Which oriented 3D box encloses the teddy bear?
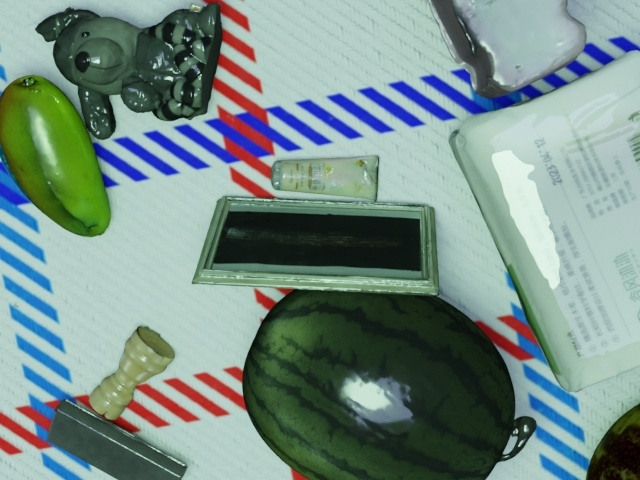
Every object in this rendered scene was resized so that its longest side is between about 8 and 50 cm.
[{"bbox_3d":[-0.244,-0.212,1.534,0.251,0.144,0.171,-3,106,6],"label":"teddy bear"}]

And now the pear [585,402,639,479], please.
[{"bbox_3d":[0.463,0.317,1.479,0.284,0.283,0.283,0,95,3],"label":"pear"}]

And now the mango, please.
[{"bbox_3d":[-0.347,-0.102,1.561,0.111,0.125,0.232,-31,116,-20],"label":"mango"}]

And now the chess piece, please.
[{"bbox_3d":[-0.256,0.179,1.607,0.066,0.066,0.122,41,101,-1],"label":"chess piece"}]

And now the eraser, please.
[{"bbox_3d":[0.186,-0.303,1.395,0.122,0.359,0.272,-25,92,5],"label":"eraser"}]

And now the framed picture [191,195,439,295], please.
[{"bbox_3d":[0.000,0.000,1.499,0.293,0.231,0.018,2,118,2],"label":"framed picture"}]

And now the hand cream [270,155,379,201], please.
[{"bbox_3d":[0.006,-0.082,1.584,0.143,0.039,0.061,1,92,-2],"label":"hand cream"}]

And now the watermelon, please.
[{"bbox_3d":[0.083,0.191,1.478,0.359,0.279,0.278,28,95,-1],"label":"watermelon"}]

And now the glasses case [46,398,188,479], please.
[{"bbox_3d":[-0.273,0.281,1.613,0.191,0.042,0.072,29,133,0],"label":"glasses case"}]

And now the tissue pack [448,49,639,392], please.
[{"bbox_3d":[0.345,-0.028,1.492,0.266,0.194,0.356,-23,92,5],"label":"tissue pack"}]
